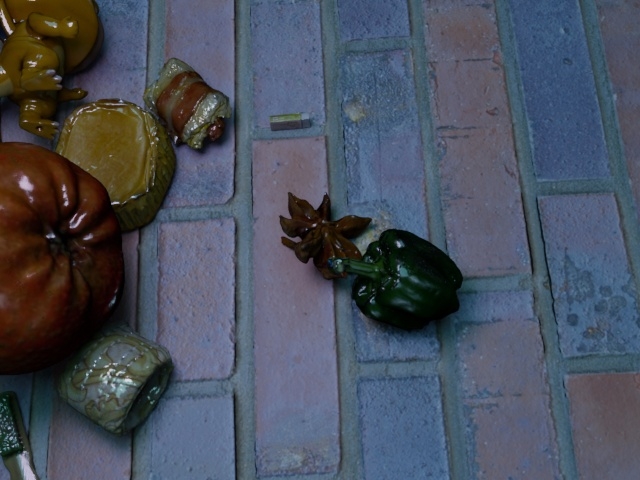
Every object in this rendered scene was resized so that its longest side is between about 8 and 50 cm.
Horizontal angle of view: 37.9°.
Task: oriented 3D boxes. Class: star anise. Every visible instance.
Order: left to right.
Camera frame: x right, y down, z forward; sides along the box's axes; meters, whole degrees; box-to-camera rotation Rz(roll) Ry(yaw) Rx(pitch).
[{"bbox_3d":[0.006,-0.003,1.783,0.196,0.111,0.212,5,34,-15],"label":"star anise"}]

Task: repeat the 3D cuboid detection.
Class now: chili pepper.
[{"bbox_3d":[0.128,0.061,1.681,0.261,0.174,0.165,28,69,-21],"label":"chili pepper"}]

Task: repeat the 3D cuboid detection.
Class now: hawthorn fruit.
[{"bbox_3d":[-0.551,0.033,1.624,0.402,0.403,0.403,-1,66,3],"label":"hawthorn fruit"}]

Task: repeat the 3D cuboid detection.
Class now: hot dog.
[{"bbox_3d":[-0.273,-0.279,1.931,0.146,0.103,0.213,-45,61,6],"label":"hot dog"}]

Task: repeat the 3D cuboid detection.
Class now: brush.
[{"bbox_3d":[-0.544,0.402,1.672,0.054,0.048,0.282,-23,68,-4],"label":"brush"}]

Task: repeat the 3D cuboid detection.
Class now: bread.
[{"bbox_3d":[-0.415,-0.150,1.856,0.227,0.142,0.254,7,64,8],"label":"bread"}]

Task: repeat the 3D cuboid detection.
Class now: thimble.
[{"bbox_3d":[-0.365,0.243,1.683,0.143,0.137,0.190,26,56,16],"label":"thimble"}]

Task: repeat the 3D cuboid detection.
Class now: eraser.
[{"bbox_3d":[-0.063,-0.246,1.932,0.083,0.038,0.019,-5,64,2],"label":"eraser"}]

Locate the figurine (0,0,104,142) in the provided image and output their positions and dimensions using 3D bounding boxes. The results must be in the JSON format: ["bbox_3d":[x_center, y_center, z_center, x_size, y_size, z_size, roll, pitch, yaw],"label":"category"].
[{"bbox_3d":[-0.588,-0.424,1.863,0.268,0.401,0.387,-5,55,1],"label":"figurine"}]
